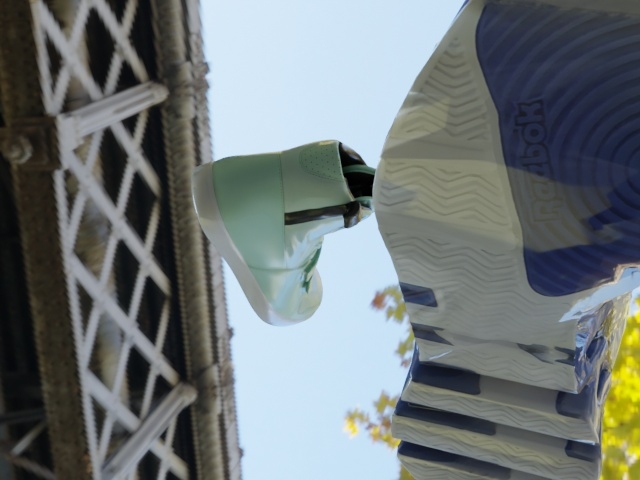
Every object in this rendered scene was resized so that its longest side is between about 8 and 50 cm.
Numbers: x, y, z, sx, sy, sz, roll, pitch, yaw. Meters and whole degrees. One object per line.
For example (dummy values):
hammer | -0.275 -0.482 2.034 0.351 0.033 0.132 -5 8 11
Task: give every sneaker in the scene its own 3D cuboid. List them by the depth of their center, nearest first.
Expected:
sneaker | 0.104 -0.026 0.515 0.127 0.182 0.315 13 -42 10
sneaker | 0.000 0.000 0.983 0.151 0.256 0.094 -12 -118 11
